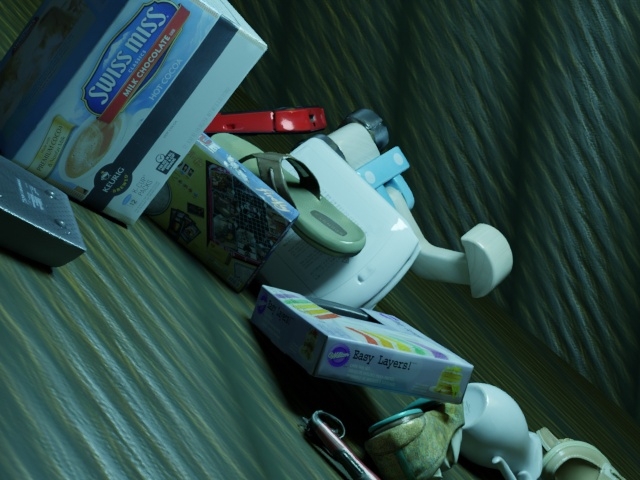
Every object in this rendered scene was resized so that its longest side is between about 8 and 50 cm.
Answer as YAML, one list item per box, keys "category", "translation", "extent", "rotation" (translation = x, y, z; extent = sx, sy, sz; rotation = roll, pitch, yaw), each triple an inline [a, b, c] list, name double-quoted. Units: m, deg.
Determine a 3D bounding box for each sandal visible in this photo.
- category: "sandal"
  translation: [-0.046, -0.088, 1.800]
  extent: [0.303, 0.086, 0.120]
  rotation: [33, 37, 9]

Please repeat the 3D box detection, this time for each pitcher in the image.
- category: "pitcher"
  translation: [0.295, 0.341, 1.870]
  extent: [0.207, 0.125, 0.177]
  rotation: [45, 20, -36]

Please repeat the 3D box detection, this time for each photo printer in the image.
- category: "photo printer"
  translation: [0.000, 0.000, 1.906]
  extent: [0.307, 0.256, 0.107]
  rotation: [45, -8, 33]

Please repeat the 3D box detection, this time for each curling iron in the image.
- category: "curling iron"
  translation: [0.076, 0.312, 1.426]
  extent: [0.274, 0.035, 0.068]
  rotation: [44, 12, 26]

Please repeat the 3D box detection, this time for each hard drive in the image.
- category: "hard drive"
  translation: [-0.402, -0.064, 1.332]
  extent: [0.255, 0.054, 0.172]
  rotation: [32, 12, -33]

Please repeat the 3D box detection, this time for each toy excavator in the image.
- category: "toy excavator"
  translation: [0.130, -0.045, 2.321]
  extent: [0.222, 0.433, 0.445]
  rotation: [-35, 95, -47]

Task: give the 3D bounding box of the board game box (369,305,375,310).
- category: "board game box"
  translation: [-0.001, 0.011, 2.142]
  extent: [0.275, 0.144, 0.142]
  rotation: [35, 11, -16]

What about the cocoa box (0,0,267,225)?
- category: "cocoa box"
  translation: [-0.297, -0.247, 1.660]
  extent: [0.228, 0.347, 0.231]
  rotation: [29, 15, -40]

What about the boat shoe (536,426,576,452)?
- category: "boat shoe"
  translation: [0.513, 0.436, 2.326]
  extent: [0.063, 0.059, 0.170]
  rotation: [26, 17, -50]

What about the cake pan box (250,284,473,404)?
- category: "cake pan box"
  translation: [0.053, 0.149, 1.653]
  extent: [0.246, 0.070, 0.267]
  rotation: [17, 6, -25]

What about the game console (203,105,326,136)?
- category: "game console"
  translation: [-0.173, -0.241, 2.368]
  extent: [0.342, 0.060, 0.386]
  rotation: [-4, 6, 7]

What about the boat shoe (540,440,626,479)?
- category: "boat shoe"
  translation: [0.516, 0.465, 2.102]
  extent: [0.302, 0.109, 0.098]
  rotation: [38, 8, -36]

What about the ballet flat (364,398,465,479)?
- category: "ballet flat"
  translation: [0.148, 0.287, 1.620]
  extent: [0.123, 0.123, 0.348]
  rotation: [41, 10, 13]

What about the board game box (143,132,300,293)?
- category: "board game box"
  translation: [-0.171, -0.056, 1.777]
  extent: [0.243, 0.165, 0.042]
  rotation: [40, 31, 5]
